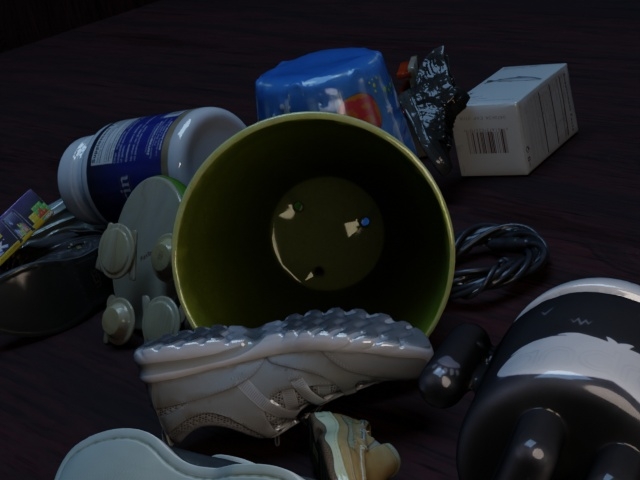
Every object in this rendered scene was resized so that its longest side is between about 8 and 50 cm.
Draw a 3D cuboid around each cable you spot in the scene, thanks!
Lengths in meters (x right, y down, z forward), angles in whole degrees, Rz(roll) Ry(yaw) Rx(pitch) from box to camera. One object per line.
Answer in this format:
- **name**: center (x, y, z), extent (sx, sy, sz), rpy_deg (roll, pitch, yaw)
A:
- **cable**: center (0.183, 0.027, 1.673), extent (0.151, 0.047, 0.184), rpy_deg (-7, 17, 3)

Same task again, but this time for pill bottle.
- **pill bottle**: center (-0.220, -0.090, 1.979), extent (0.265, 0.153, 0.153), rpy_deg (-4, 20, 43)

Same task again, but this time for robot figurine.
- **robot figurine**: center (0.202, 0.141, 1.141), extent (0.174, 0.209, 0.278), rpy_deg (-28, 11, 28)

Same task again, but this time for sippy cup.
- **sippy cup**: center (0.019, -0.121, 1.907), extent (0.240, 0.224, 0.305), rpy_deg (-16, 19, -11)

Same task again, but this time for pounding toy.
- **pounding toy**: center (-0.143, 0.023, 1.743), extent (0.110, 0.182, 0.237), rpy_deg (6, 6, -35)

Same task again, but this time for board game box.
- **board game box**: center (-0.435, 0.022, 1.915), extent (0.141, 0.048, 0.170), rpy_deg (-33, 14, 52)

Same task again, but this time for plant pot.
- **plant pot**: center (0.000, 0.000, 1.575), extent (0.275, 0.274, 0.293), rpy_deg (-11, 5, 4)

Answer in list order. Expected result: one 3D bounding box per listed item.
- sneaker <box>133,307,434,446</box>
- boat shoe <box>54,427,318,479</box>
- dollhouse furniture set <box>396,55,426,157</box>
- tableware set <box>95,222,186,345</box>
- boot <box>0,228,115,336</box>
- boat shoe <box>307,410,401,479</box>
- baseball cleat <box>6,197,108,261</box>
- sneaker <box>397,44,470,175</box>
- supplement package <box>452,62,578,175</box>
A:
- **sneaker**: center (-0.029, 0.132, 1.398), extent (0.281, 0.115, 0.105), rpy_deg (-6, 9, 15)
- **boat shoe**: center (-0.099, 0.226, 1.216), extent (0.303, 0.091, 0.114), rpy_deg (8, 72, 43)
- **dollhouse furniture set**: center (0.027, -0.179, 2.196), extent (0.259, 0.135, 0.262), rpy_deg (-9, 19, 11)
- **tableware set**: center (-0.202, 0.054, 1.687), extent (0.169, 0.141, 0.020), rpy_deg (6, 0, 43)
- **boot**: center (-0.348, 0.046, 1.910), extent (0.263, 0.091, 0.229), rpy_deg (-20, 15, -32)
- **boat shoe**: center (0.033, 0.190, 1.272), extent (0.072, 0.068, 0.190), rpy_deg (-3, 18, -6)
- **baseball cleat**: center (-0.385, -0.028, 2.134), extent (0.206, 0.072, 0.109), rpy_deg (-21, 14, -32)
- **sneaker**: center (0.160, -0.171, 1.966), extent (0.089, 0.051, 0.170), rpy_deg (-30, 57, 8)
- **supplement package**: center (0.268, -0.168, 2.058), extent (0.105, 0.105, 0.179), rpy_deg (-1, 22, 33)
